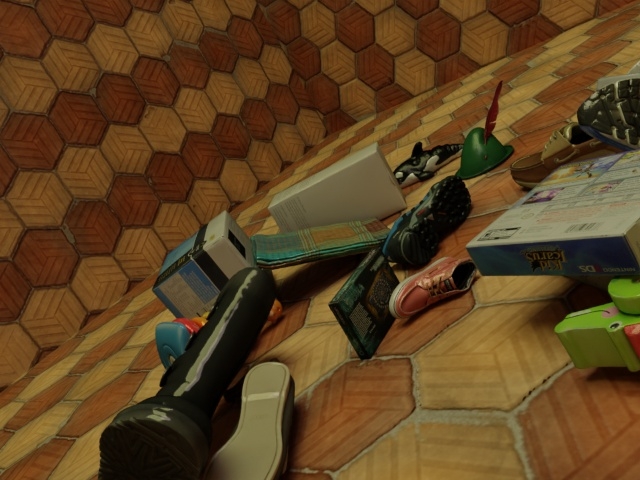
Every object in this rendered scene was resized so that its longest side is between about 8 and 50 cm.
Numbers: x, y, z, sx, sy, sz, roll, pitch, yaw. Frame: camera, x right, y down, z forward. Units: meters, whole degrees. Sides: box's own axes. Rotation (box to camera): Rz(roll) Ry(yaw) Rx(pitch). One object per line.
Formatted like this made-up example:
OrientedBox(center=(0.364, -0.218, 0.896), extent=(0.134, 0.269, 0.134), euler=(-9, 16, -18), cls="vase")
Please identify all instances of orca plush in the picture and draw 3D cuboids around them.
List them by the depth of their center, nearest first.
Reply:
OrientedBox(center=(0.340, -0.268, 1.870), extent=(0.287, 0.102, 0.151), euler=(-23, 17, 24), cls="orca plush")

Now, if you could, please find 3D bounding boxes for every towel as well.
OrientedBox(center=(0.000, 0.000, 1.551), extent=(0.369, 0.040, 0.271), euler=(-10, 15, -7), cls="towel")

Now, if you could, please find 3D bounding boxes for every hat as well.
OrientedBox(center=(0.430, -0.302, 1.659), extent=(0.208, 0.184, 0.173), euler=(-40, 18, -31), cls="hat")

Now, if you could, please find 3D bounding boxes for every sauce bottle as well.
OrientedBox(center=(-0.133, 0.277, 1.158), extent=(0.128, 0.042, 0.042), euler=(-30, 15, 7), cls="sauce bottle")

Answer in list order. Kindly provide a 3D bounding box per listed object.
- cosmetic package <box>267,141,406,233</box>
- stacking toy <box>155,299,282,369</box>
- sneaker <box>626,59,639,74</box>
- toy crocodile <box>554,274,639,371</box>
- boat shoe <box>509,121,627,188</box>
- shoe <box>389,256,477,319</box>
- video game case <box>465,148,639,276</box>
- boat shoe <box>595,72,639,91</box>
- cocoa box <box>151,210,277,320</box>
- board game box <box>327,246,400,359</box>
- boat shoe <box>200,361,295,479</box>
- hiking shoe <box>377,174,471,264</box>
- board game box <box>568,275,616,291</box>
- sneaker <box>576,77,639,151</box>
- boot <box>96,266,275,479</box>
OrientedBox(center=(0.051, -0.117, 1.762), extent=(0.365, 0.197, 0.155), euler=(-25, 15, 12), cls="cosmetic package")
OrientedBox(center=(-0.209, 0.210, 1.355), extent=(0.301, 0.175, 0.165), euler=(-27, 9, -36), cls="stacking toy")
OrientedBox(center=(0.674, -0.303, 1.259), extent=(0.094, 0.080, 0.212), euler=(-25, -36, -52), cls="sneaker")
OrientedBox(center=(0.421, 0.081, 0.616), extent=(0.340, 0.115, 0.105), euler=(-19, 19, 35), cls="toy crocodile")
OrientedBox(center=(0.541, -0.193, 1.238), extent=(0.122, 0.120, 0.324), euler=(-40, 18, -30), cls="boat shoe")
OrientedBox(center=(0.209, 0.085, 1.088), extent=(0.178, 0.064, 0.081), euler=(-33, 10, -25), cls="shoe")
OrientedBox(center=(0.373, -0.041, 0.802), extent=(0.244, 0.061, 0.269), euler=(-37, 12, -22), cls="video game case")
OrientedBox(center=(0.659, -0.276, 1.107), extent=(0.109, 0.094, 0.302), euler=(-13, 13, -21), cls="boat shoe")
OrientedBox(center=(-0.280, 0.099, 1.600), extent=(0.228, 0.231, 0.347), euler=(-37, 15, 2), cls="cocoa box")
OrientedBox(center=(0.094, 0.113, 1.099), extent=(0.026, 0.126, 0.186), euler=(-17, 20, 40), cls="board game box")
OrientedBox(center=(-0.094, 0.323, 0.898), extent=(0.112, 0.096, 0.335), euler=(-6, 26, 12), cls="boat shoe")
OrientedBox(center=(0.238, -0.055, 1.376), extent=(0.132, 0.113, 0.304), euler=(-10, 25, 49), cls="hiking shoe")
OrientedBox(center=(0.467, -0.030, 0.916), extent=(0.224, 0.098, 0.303), euler=(-33, 14, -6), cls="board game box")
OrientedBox(center=(0.558, -0.176, 0.995), extent=(0.329, 0.130, 0.147), euler=(7, -13, -21), cls="sneaker")
OrientedBox(center=(-0.183, 0.212, 1.010), extent=(0.367, 0.146, 0.445), euler=(-48, 5, 45), cls="boot")
